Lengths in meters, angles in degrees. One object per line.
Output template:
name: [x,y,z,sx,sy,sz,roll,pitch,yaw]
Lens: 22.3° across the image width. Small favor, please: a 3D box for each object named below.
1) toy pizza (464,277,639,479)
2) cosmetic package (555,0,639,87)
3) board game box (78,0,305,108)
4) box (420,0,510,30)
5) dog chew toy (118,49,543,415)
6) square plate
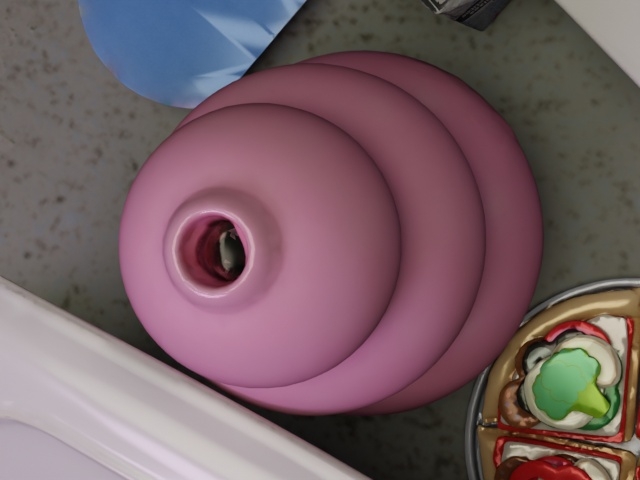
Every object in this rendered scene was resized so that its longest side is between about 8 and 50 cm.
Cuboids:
toy pizza: [0.182,0.122,0.945,0.201,0.032,0.201,1,92,16]
cosmetic package: [0.342,-0.104,0.833,0.284,0.097,0.377,-45,71,15]
board game box: [-0.069,-0.164,1.009,0.133,0.033,0.168,43,98,16]
box: [0.108,-0.259,0.897,0.163,0.142,0.247,45,104,9]
dog chew toy: [0.000,0.000,0.837,0.207,0.332,0.206,1,93,16]
square plate: [-0.069,0.202,0.902,0.347,0.049,0.344,28,141,14]
